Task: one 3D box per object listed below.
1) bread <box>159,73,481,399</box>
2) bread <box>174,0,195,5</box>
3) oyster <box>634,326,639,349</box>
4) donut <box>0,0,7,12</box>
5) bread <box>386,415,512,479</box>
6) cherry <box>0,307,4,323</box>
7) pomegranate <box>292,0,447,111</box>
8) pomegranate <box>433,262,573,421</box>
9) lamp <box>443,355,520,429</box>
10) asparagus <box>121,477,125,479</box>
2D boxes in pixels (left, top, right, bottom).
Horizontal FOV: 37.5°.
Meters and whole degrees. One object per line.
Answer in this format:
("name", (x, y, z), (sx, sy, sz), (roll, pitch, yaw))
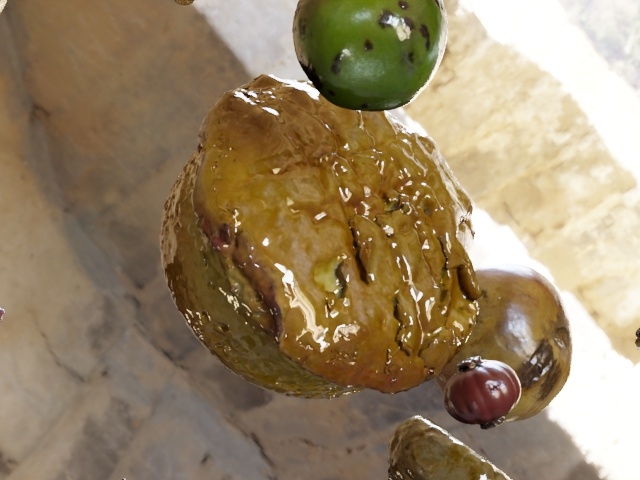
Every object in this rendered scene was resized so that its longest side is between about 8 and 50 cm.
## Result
("bread", (0.000, 0.000, 1.079), (0.215, 0.398, 0.398), (-39, 9, 47))
("bread", (-0.189, -0.370, 1.315), (0.081, 0.083, 0.046), (110, -177, -51))
("oyster", (0.517, 0.092, 1.362), (0.166, 0.053, 0.108), (-54, -9, -28))
("donut", (-0.454, -0.326, 1.175), (0.146, 0.181, 0.078), (-3, -17, -8))
("bread", (0.188, 0.348, 1.308), (0.123, 0.230, 0.230), (-51, 13, -8))
("cherry", (-0.565, 0.135, 1.314), (0.249, 0.192, 0.175), (-16, 23, -8))
("pomegranate", (0.033, -0.216, 0.863), (0.156, 0.220, 0.156), (-17, 44, 18))
("pomegranate", (0.362, 0.206, 1.891), (0.322, 0.322, 0.322), (-39, 12, 10))
("lamp", (0.205, 0.193, 1.199), (0.101, 0.090, 0.101), (-19, -3, -1))
("asparagus", (-0.324, 0.436, 1.474), (0.013, 0.016, 0.166), (-105, 29, -63))
